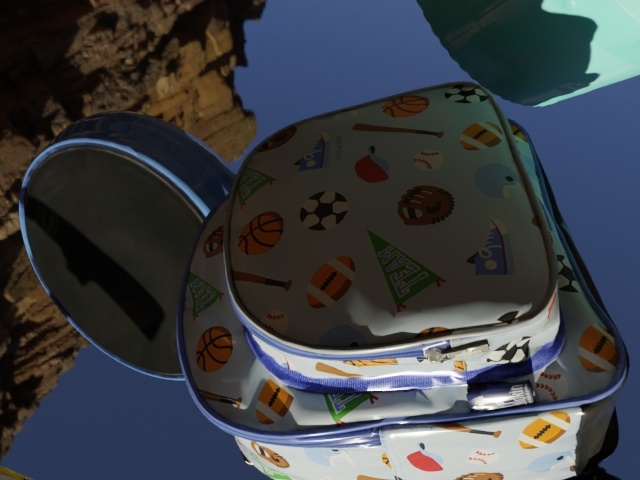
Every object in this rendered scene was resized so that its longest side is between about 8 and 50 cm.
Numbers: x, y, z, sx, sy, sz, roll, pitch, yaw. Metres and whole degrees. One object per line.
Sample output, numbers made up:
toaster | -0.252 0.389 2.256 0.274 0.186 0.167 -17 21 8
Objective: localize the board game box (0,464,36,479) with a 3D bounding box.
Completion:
board game box | -0.530 0.512 1.021 0.301 0.086 0.308 28 -165 -9

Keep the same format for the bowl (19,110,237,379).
bowl | -0.243 0.024 0.864 0.390 0.391 0.077 27 -143 12

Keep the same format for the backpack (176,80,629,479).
backpack | 0.037 0.040 0.427 0.263 0.213 0.277 -17 -137 14

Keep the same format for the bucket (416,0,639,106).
bucket | 0.207 -0.247 0.483 0.281 0.183 0.282 8 -104 -33
